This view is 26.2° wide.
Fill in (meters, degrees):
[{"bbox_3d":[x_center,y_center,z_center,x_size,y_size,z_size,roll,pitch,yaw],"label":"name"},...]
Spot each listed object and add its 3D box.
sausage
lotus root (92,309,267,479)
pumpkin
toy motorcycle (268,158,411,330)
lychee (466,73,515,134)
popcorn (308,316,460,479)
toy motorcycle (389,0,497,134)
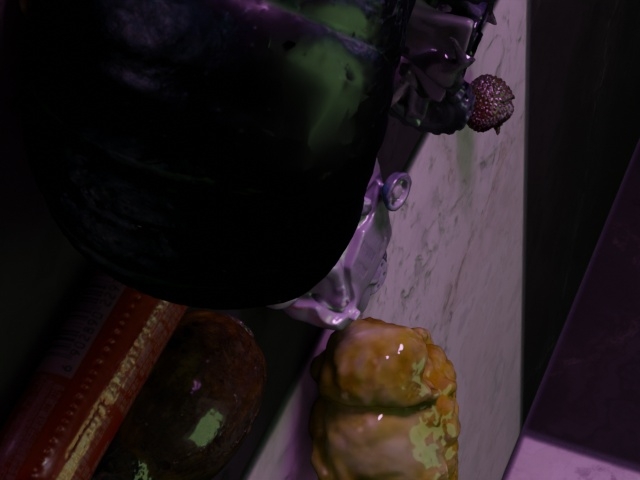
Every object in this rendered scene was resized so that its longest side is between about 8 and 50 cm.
[{"bbox_3d":[-0.159,0.094,0.966,0.074,0.074,0.274,77,34,-54],"label":"sausage"},{"bbox_3d":[-0.109,0.131,1.080,0.209,0.120,0.120,-53,152,-47],"label":"lotus root"},{"bbox_3d":[-0.068,-0.115,0.830,0.315,0.238,0.315,18,90,-89],"label":"pumpkin"},{"bbox_3d":[0.000,0.000,1.299,0.171,0.110,0.260,-50,146,-26],"label":"toy motorcycle"},{"bbox_3d":[0.219,-0.176,1.804,0.067,0.068,0.083,-31,109,-58],"label":"lychee"},{"bbox_3d":[0.076,0.205,1.575,0.225,0.174,0.286,-66,154,-69],"label":"popcorn"},{"bbox_3d":[0.073,-0.212,1.263,0.327,0.188,0.143,99,16,-65],"label":"toy motorcycle"}]
